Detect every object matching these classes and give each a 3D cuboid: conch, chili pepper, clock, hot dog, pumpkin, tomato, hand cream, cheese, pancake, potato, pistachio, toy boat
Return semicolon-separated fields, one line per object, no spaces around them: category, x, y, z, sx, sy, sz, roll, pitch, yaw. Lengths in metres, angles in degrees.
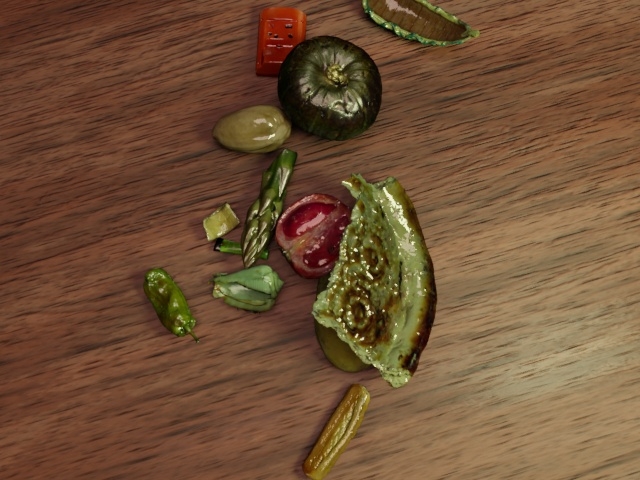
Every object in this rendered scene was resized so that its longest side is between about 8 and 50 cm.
conch;-0.160;0.109;1.293;0.170;0.079;0.105;-6;73;15
chili pepper;-0.314;0.154;1.285;0.072;0.073;0.204;-40;70;12
clock;-0.092;-0.463;1.398;0.113;0.061;0.155;2;78;2
hot dog;0.040;0.400;1.246;0.066;0.047;0.215;22;78;42
pumpkin;0.024;-0.334;1.305;0.238;0.159;0.237;5;74;-17
tomato;0.000;0.000;1.286;0.173;0.099;0.189;-33;61;-5
hand cream;-0.174;0.019;1.329;0.122;0.023;0.036;12;60;4
cheese;-0.228;-0.039;1.332;0.084;0.041;0.060;-35;88;-21
pancake;0.134;0.060;1.215;0.305;0.067;0.426;30;61;-33
potato;0.069;0.140;1.262;0.160;0.111;0.271;6;81;0
pistachio;-0.155;-0.250;1.339;0.186;0.108;0.126;-9;52;6
toy boat;0.228;-0.508;1.385;0.293;0.099;0.108;30;83;14

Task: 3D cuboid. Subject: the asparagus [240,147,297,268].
asparagus;-0.120;-0.069;1.318;0.080;0.080;0.287;14;71;3
